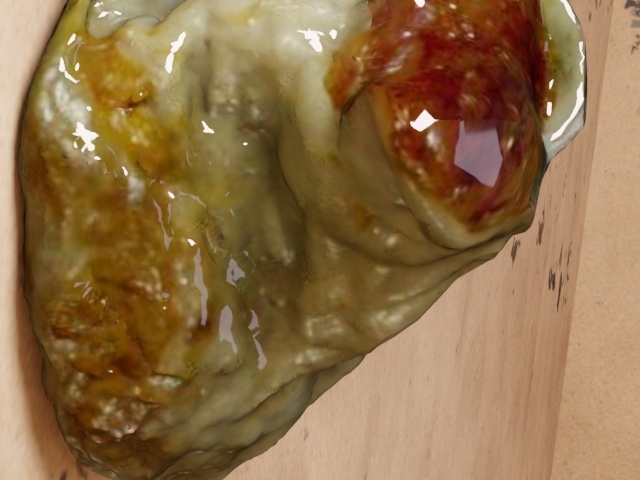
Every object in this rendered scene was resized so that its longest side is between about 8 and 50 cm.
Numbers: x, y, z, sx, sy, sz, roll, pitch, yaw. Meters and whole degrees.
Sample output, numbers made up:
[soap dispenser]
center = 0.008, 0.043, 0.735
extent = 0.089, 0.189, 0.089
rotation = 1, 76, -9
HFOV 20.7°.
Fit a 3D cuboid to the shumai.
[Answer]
[shumai]
center = 0.000, 0.000, 0.730
extent = 0.272, 0.203, 0.222
rotation = 80, 23, -60
